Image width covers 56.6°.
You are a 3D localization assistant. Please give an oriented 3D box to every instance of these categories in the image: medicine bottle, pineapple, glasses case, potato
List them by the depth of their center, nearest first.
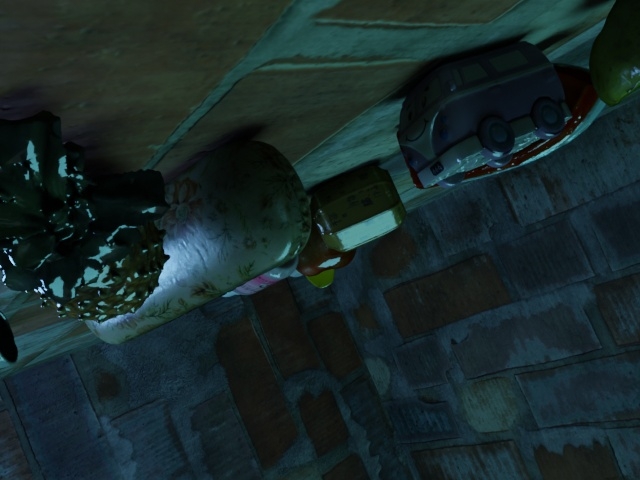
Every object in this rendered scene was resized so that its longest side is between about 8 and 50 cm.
[{"bbox_3d":[-0.217,-0.014,0.529,0.170,0.141,0.310,-18,167,-10],"label":"pineapple"},{"bbox_3d":[0.426,-0.286,0.707,0.160,0.111,0.271,-30,166,-39],"label":"potato"},{"bbox_3d":[-0.190,0.016,0.782,0.425,0.156,0.098,-27,176,34],"label":"glasses case"},{"bbox_3d":[-0.173,0.058,1.457,0.147,0.147,0.247,-19,173,-47],"label":"medicine bottle"}]

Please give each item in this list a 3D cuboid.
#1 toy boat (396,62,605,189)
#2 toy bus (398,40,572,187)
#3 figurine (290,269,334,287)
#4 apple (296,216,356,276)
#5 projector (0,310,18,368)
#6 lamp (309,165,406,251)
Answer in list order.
[{"bbox_3d":[0.295,-0.187,0.957,0.332,0.145,0.133,-20,179,34],"label":"toy boat"},{"bbox_3d":[0.209,-0.165,0.796,0.202,0.142,0.142,-23,175,-24],"label":"toy bus"},{"bbox_3d":[-0.020,0.005,1.817,0.283,0.204,0.338,-30,-171,-14],"label":"figurine"},{"bbox_3d":[0.000,0.000,1.501,0.181,0.168,0.181,-23,180,0],"label":"apple"},{"bbox_3d":[-0.683,0.221,0.966,0.337,0.108,0.108,-22,175,-13],"label":"projector"},{"bbox_3d":[0.078,-0.065,1.257,0.185,0.161,0.161,-25,175,6],"label":"lamp"}]
